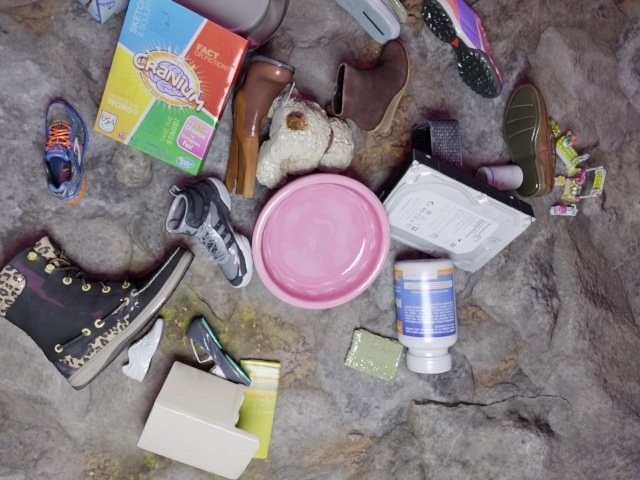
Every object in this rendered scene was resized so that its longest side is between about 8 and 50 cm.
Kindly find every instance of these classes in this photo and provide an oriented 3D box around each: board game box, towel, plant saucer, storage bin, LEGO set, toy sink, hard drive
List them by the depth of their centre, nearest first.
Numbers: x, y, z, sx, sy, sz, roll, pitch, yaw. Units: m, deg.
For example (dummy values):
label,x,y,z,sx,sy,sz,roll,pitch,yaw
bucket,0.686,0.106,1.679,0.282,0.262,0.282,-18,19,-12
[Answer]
label,x,y,z,sx,sy,sz,roll,pitch,yaw
board game box,-0.325,-0.338,0.923,0.242,0.064,0.317,23,110,-11
toy sink,-0.253,0.396,0.938,0.234,0.131,0.153,24,118,-9
plant saucer,0.000,0.000,1.010,0.332,0.084,0.332,-4,109,-13
towel,-0.164,0.413,1.041,0.102,0.021,0.237,9,89,-7
hard drive,0.313,-0.059,1.050,0.338,0.237,0.064,23,45,-13
storage bin,0.299,-0.213,1.095,0.084,0.122,0.180,-5,91,-13
towel,0.141,0.299,1.105,0.148,0.027,0.110,20,86,-13
LEGO set,0.722,-0.214,1.198,0.132,0.107,0.287,-8,91,-13

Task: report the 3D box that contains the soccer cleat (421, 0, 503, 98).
label,x,y,z,sx,sy,sz,roll,pitch,yaw
soccer cleat,0.407,-0.533,1.134,0.116,0.108,0.318,-40,95,-14

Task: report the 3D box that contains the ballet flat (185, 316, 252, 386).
label,x,y,z,sx,sy,sz,roll,pitch,yaw
ballet flat,-0.247,0.276,0.995,0.074,0.074,0.203,-38,89,-10

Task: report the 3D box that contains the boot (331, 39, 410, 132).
label,x,y,z,sx,sy,sz,roll,pitch,yaw
boot,0.126,-0.397,1.030,0.206,0.090,0.249,6,96,-49

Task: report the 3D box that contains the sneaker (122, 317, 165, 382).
label,x,y,z,sx,sy,sz,roll,pitch,yaw
sneaker,-0.406,0.246,0.969,0.061,0.053,0.152,24,85,-9

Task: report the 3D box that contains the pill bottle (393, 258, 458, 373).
label,x,y,z,sx,sy,sz,roll,pitch,yaw
pill bottle,0.267,0.186,1.070,0.152,0.152,0.272,-3,90,-13

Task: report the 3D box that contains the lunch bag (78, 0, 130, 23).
label,x,y,z,sx,sy,sz,roll,pitch,yaw
lunch bag,-0.519,-0.624,0.862,0.115,0.243,0.303,-44,100,-22

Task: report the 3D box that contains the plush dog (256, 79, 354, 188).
label,x,y,z,sx,sy,sz,roll,pitch,yaw
plush dog,-0.013,-0.243,1.008,0.225,0.210,0.263,9,87,-36

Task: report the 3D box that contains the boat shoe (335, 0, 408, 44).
label,x,y,z,sx,sy,sz,roll,pitch,yaw
boat shoe,0.102,-0.642,1.077,0.302,0.109,0.094,45,65,-18

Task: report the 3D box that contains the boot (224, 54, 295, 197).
label,x,y,z,sx,sy,sz,roll,pitch,yaw
boot,-0.151,-0.235,0.915,0.096,0.264,0.281,9,91,-35

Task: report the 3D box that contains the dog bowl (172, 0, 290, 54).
label,x,y,z,sx,sy,sz,roll,pitch,yaw
dog bowl,-0.245,-0.587,0.987,0.348,0.102,0.349,0,89,-13

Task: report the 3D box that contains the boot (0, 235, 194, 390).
label,x,y,z,sx,sy,sz,roll,pitch,yaw
boot,-0.491,0.097,0.913,0.284,0.138,0.377,42,88,-9

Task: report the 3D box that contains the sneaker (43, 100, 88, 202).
label,x,y,z,sx,sy,sz,roll,pitch,yaw
sneaker,-0.559,-0.195,0.921,0.083,0.087,0.221,-6,91,-13

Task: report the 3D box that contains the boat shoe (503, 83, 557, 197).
label,x,y,z,sx,sy,sz,roll,pitch,yaw
boat shoe,0.592,-0.275,1.179,0.104,0.110,0.308,-9,99,-29

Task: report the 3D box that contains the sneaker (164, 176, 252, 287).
label,x,y,z,sx,sy,sz,roll,pitch,yaw
sneaker,-0.256,-0.008,0.948,0.153,0.101,0.269,-19,89,-55

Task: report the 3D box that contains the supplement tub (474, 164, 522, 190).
label,x,y,z,sx,sy,sz,roll,pitch,yaw
supplement tub,0.490,-0.172,1.164,0.107,0.071,0.071,-6,91,-14
